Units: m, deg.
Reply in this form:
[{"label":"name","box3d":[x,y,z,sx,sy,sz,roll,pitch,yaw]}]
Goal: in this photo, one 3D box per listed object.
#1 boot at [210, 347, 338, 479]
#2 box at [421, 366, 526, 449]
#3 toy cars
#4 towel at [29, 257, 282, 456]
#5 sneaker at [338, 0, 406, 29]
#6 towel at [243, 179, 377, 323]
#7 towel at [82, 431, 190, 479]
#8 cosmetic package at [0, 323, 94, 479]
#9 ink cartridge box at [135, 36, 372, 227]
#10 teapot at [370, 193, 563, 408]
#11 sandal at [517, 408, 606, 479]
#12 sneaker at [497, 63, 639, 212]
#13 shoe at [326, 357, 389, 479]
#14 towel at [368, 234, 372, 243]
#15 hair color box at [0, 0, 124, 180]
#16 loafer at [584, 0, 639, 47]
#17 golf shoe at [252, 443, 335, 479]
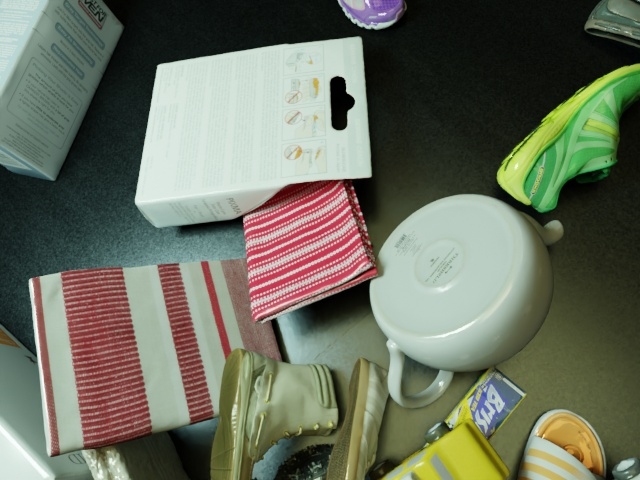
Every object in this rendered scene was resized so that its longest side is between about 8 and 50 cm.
[{"label":"boot","box3d":[-0.057,0.263,0.695,0.165,0.077,0.214,17,63,-30]},{"label":"box","box3d":[0.202,0.254,0.701,0.059,0.054,0.169,40,83,21]},{"label":"toy cars","box3d":[0.224,0.310,0.584,0.393,0.087,0.177,2,86,23]},{"label":"towel","box3d":[-0.215,0.144,0.726,0.328,0.037,0.237,-3,61,-36]},{"label":"sneaker","box3d":[0.063,-0.494,0.966,0.095,0.104,0.236,-41,69,-6]},{"label":"towel","box3d":[-0.032,-0.020,0.799,0.198,0.031,0.275,-24,47,12]},{"label":"towel","box3d":[-0.214,0.356,0.680,0.049,0.187,0.282,-35,66,-4]},{"label":"cosmetic package","box3d":[-0.504,0.259,0.752,0.453,0.230,0.162,32,80,19]},{"label":"ink cartridge box","box3d":[-0.108,-0.192,0.891,0.384,0.091,0.309,-5,62,8]},{"label":"teapot","box3d":[0.202,0.079,0.702,0.255,0.187,0.253,-21,45,32]},{"label":"sandal","box3d":[0.288,0.345,0.639,0.101,0.076,0.266,22,76,18]},{"label":"sneaker","box3d":[0.402,-0.155,0.790,0.295,0.109,0.123,-42,90,-5]},{"label":"shoe","box3d":[0.059,0.256,0.688,0.058,0.077,0.219,24,44,-5]},{"label":"towel","box3d":[0.000,0.000,0.847,0.148,0.027,0.110,-33,67,-1]},{"label":"hair color box","box3d":[-0.539,-0.328,0.988,0.113,0.185,0.375,12,74,16]},{"label":"loafer","box3d":[0.551,-0.309,0.818,0.084,0.096,0.268,-48,60,14]},{"label":"golf shoe","box3d":[-0.035,0.358,0.714,0.198,0.077,0.094,-25,97,-7]}]
